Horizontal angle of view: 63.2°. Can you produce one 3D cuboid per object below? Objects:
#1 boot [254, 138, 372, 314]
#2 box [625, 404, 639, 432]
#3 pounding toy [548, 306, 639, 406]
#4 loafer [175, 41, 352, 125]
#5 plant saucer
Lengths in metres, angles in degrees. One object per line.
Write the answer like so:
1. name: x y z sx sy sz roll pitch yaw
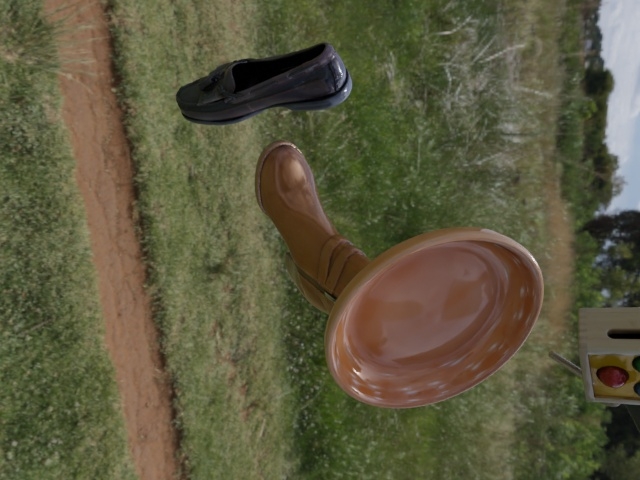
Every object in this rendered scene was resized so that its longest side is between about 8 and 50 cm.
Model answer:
1. boot: 0.000 0.000 0.789 0.109 0.220 0.283 -19 120 -24
2. box: 0.940 0.293 0.978 0.472 0.480 0.297 -59 -179 25
3. pounding toy: 0.446 0.207 0.799 0.206 0.181 0.094 64 36 -32
4. loafer: -0.104 -0.260 0.832 0.095 0.302 0.109 59 33 -57
5. plant saucer: 0.097 0.069 0.461 0.037 0.200 0.200 -114 -171 -54
